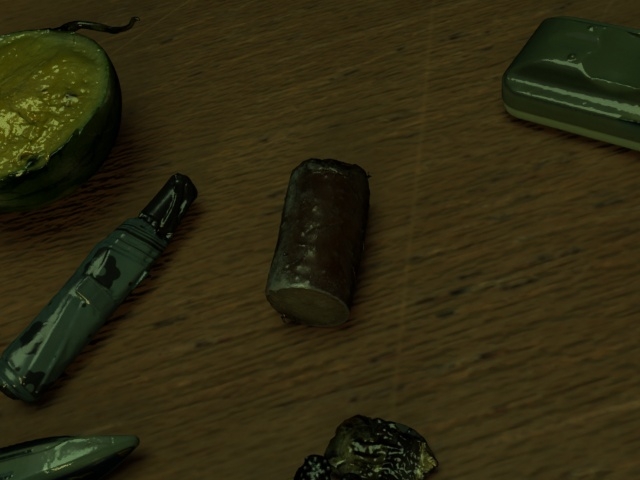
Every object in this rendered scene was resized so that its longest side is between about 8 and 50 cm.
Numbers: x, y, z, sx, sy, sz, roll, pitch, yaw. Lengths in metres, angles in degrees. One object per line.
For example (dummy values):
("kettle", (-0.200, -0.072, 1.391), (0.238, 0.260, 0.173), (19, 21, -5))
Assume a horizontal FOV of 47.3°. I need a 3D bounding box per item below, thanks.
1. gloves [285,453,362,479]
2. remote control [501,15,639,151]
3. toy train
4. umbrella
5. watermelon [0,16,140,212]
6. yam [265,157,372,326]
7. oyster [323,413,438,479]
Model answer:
("gloves", (-0.004, 0.220, 0.443), (0.129, 0.106, 0.180), (-16, 21, 1))
("remote control", (0.331, -0.125, 0.632), (0.335, 0.065, 0.128), (22, 63, 30))
("toy train", (-0.256, 0.193, 0.546), (0.252, 0.055, 0.048), (-16, 49, 4))
("umbrella", (-0.195, 0.037, 0.660), (0.053, 0.052, 0.250), (-10, 40, 55))
("watermelon", (-0.294, -0.117, 0.758), (0.204, 0.127, 0.232), (0, 54, 16))
("yam", (-0.001, -0.001, 0.619), (0.079, 0.079, 0.141), (-1, 55, 15))
("oyster", (0.043, 0.150, 0.520), (0.083, 0.019, 0.054), (10, 55, 23))
